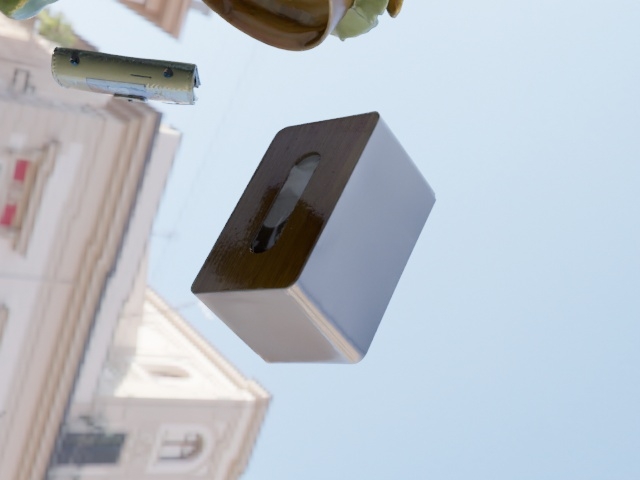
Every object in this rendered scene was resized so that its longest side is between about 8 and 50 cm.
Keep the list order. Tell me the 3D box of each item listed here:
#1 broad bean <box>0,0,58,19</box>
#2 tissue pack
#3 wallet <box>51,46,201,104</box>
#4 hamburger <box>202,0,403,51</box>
[{"bbox_3d":[-0.393,-0.379,1.709,0.174,0.082,0.124,-39,-92,-4],"label":"broad bean"},{"bbox_3d":[-0.001,0.000,1.358,0.159,0.136,0.246,-6,-134,41],"label":"tissue pack"},{"bbox_3d":[-0.214,-0.178,1.376,0.110,0.155,0.039,107,-10,-84],"label":"wallet"},{"bbox_3d":[-0.006,-0.297,0.941,0.212,0.274,0.274,-44,-143,-18],"label":"hamburger"}]
